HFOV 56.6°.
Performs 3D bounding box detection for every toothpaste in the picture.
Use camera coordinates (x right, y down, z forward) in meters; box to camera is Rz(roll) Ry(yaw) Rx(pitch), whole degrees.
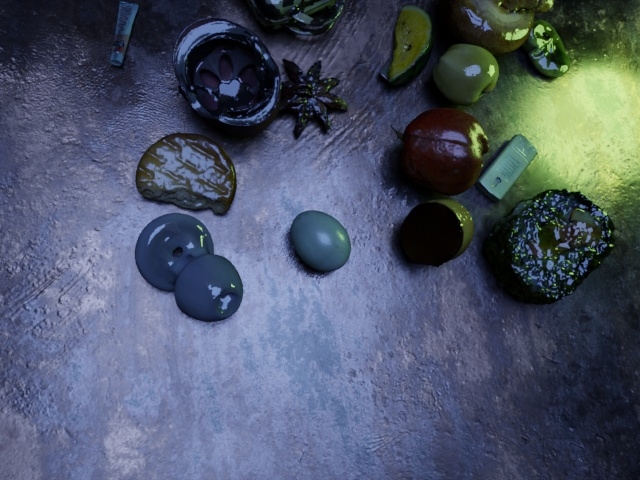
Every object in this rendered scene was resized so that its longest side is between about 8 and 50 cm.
[{"bbox_3d":[-0.579,-0.610,1.741,0.056,0.036,0.205,8,74,-7],"label":"toothpaste"}]

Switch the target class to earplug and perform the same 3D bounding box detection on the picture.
[{"bbox_3d":[-0.340,0.076,1.573,0.214,0.175,0.325,-42,89,-17],"label":"earplug"}]

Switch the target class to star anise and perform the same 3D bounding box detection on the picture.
[{"bbox_3d":[-0.035,-0.447,1.776,0.272,0.102,0.271,3,77,-13],"label":"star anise"}]

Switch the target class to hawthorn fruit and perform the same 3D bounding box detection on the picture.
[{"bbox_3d":[0.360,-0.258,1.743,0.262,0.258,0.258,-6,80,-11],"label":"hawthorn fruit"}]

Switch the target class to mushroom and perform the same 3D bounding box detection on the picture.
[{"bbox_3d":[0.531,-0.746,1.891,0.346,0.239,0.345,7,45,-8],"label":"mushroom"}]

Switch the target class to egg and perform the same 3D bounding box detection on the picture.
[{"bbox_3d":[0.000,0.000,1.667,0.149,0.149,0.192,-39,83,-15],"label":"egg"}]

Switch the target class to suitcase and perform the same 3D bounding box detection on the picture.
[{"bbox_3d":[-0.063,-0.791,1.793,0.352,0.194,0.339,-29,88,-15],"label":"suitcase"}]

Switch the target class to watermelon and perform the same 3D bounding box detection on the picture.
[{"bbox_3d":[0.290,-0.618,1.868,0.129,0.123,0.300,8,69,3],"label":"watermelon"}]

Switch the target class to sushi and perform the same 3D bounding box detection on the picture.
[{"bbox_3d":[0.674,0.010,1.780,0.352,0.178,0.294,-40,86,-12],"label":"sushi"}]

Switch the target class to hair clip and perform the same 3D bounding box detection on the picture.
[{"bbox_3d":[0.233,-0.556,1.888,0.054,0.022,0.137,35,66,-4],"label":"hair clip"}]

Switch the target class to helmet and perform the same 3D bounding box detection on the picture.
[{"bbox_3d":[-0.252,-0.441,1.685,0.271,0.197,0.338,-39,80,-7],"label":"helmet"}]

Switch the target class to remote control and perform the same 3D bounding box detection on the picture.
[{"bbox_3d":[0.594,-0.232,1.885,0.098,0.038,0.233,41,75,0],"label":"remote control"}]

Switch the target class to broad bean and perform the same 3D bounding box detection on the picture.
[{"bbox_3d":[0.756,-0.644,1.991,0.153,0.072,0.206,-46,101,-13],"label":"broad bean"}]

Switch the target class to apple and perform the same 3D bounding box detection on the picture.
[{"bbox_3d":[0.448,-0.512,1.839,0.200,0.200,0.199,2,78,-10],"label":"apple"}]

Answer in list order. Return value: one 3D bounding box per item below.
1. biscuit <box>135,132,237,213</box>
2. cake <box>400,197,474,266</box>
[{"bbox_3d":[-0.364,-0.193,1.667,0.274,0.091,0.213,17,79,-5],"label":"biscuit"},{"bbox_3d":[0.350,-0.025,1.744,0.185,0.178,0.207,43,108,20],"label":"cake"}]
